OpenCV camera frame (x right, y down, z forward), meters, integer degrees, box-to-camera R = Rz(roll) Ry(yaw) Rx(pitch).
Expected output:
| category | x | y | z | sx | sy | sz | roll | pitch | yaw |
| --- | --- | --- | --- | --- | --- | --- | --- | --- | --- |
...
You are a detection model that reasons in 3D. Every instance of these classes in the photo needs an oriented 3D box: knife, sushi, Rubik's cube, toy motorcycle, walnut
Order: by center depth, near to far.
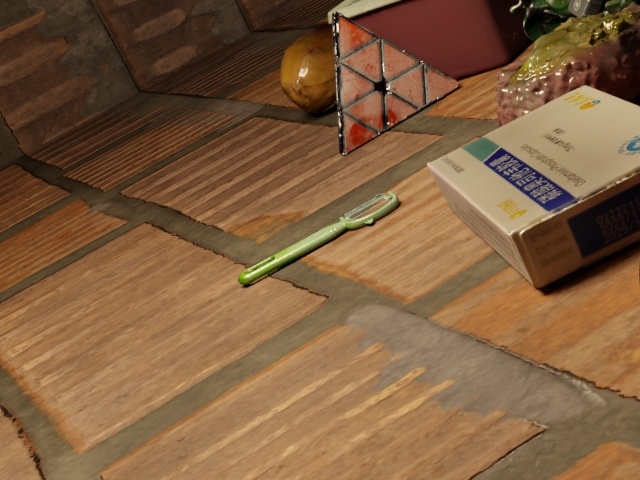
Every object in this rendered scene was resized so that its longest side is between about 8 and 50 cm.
| category | x | y | z | sx | sy | sz | roll | pitch | yaw |
| --- | --- | --- | --- | --- | --- | --- | --- | --- | --- |
| sushi | 0.308 | -0.192 | 1.618 | 0.241 | 0.107 | 0.161 | -21 | 20 | 15 |
| knife | 0.000 | 0.001 | 1.649 | 0.212 | 0.015 | 0.054 | -28 | 24 | -8 |
| toy motorcycle | 0.354 | -0.339 | 1.936 | 0.125 | 0.187 | 0.274 | 10 | 22 | -20 |
| Rubik's cube | 0.050 | -0.188 | 2.095 | 0.190 | 0.211 | 0.178 | -58 | 4 | -19 |
| walnut | 0.008 | -0.284 | 2.336 | 0.137 | 0.137 | 0.245 | -18 | 17 | 26 |

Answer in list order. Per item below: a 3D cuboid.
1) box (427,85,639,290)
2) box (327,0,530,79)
| category | x | y | z | sx | sy | sz | roll | pitch | yaw |
| --- | --- | --- | --- | --- | --- | --- | --- | --- | --- |
| box | 0.237 | -0.062 | 1.379 | 0.200 | 0.065 | 0.343 | -26 | 16 | -2 |
| box | 0.180 | -0.335 | 2.150 | 0.294 | 0.167 | 0.193 | -13 | 19 | 39 |
